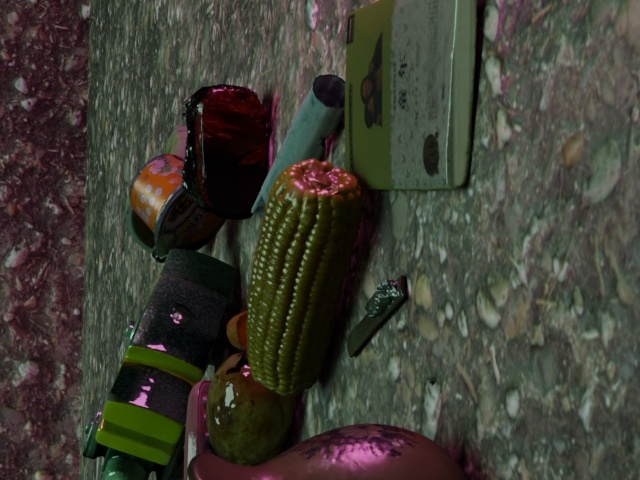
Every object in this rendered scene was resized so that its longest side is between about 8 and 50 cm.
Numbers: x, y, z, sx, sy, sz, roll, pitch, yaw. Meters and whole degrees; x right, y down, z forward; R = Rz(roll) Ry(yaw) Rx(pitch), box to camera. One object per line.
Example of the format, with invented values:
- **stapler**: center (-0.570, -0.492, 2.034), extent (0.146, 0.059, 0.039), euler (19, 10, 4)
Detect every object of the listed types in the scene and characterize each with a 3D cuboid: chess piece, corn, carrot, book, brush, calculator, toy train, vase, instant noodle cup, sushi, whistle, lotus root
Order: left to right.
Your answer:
- **toy train**: center (-0.263, 0.210, 2.126), extent (0.442, 0.179, 0.272), euler (-74, 6, -47)
- **chess piece**: center (-0.290, -0.102, 2.475), extent (0.298, 0.175, 0.176), euler (-93, 16, -62)
- **instant noodle cup**: center (-0.259, -0.075, 2.236), extent (0.125, 0.208, 0.178), euler (38, 161, 29)
- **calculator**: center (-0.157, 0.370, 1.930), extent (0.220, 0.048, 0.330), euler (41, -137, -65)
- **sushi**: center (-0.157, -0.147, 2.086), extent (0.126, 0.136, 0.225), euler (-163, 71, -73)
- **carrot**: center (-0.120, 0.144, 2.028), extent (0.205, 0.072, 0.072), euler (170, 104, -77)
- **lotus root**: center (-0.105, 0.266, 1.847), extent (0.138, 0.138, 0.214), euler (-135, 48, -66)
- **whistle**: center (-0.032, -0.122, 1.821), extent (0.312, 0.062, 0.062), euler (121, 148, -52)
- **corn**: center (-0.029, 0.057, 1.662), extent (0.131, 0.131, 0.344), euler (-114, 29, -54)
- **vase**: center (-0.018, 0.306, 1.313), extent (0.329, 0.302, 0.241), euler (-177, 91, -72)
- **brush**: center (0.060, 0.096, 1.554), extent (0.190, 0.027, 0.034), euler (124, 147, -57)
- **book**: center (0.098, -0.178, 1.496), extent (0.352, 0.035, 0.239), euler (-173, 85, -71)

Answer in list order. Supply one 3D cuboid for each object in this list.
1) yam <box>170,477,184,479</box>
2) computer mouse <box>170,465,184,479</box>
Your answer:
- **yam**: center (-0.208, 0.543, 2.103), extent (0.133, 0.133, 0.330), euler (-125, 38, -62)
- **computer mouse**: center (-0.274, 0.509, 2.387), extent (0.099, 0.057, 0.172), euler (126, 143, -62)
